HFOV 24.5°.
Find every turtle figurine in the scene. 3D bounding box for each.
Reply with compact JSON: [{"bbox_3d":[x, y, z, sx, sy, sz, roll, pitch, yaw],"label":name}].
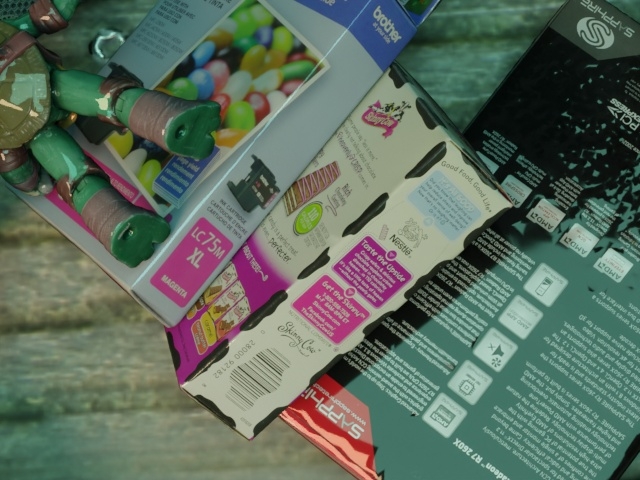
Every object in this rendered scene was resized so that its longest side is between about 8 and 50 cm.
[{"bbox_3d":[-0.179,-0.093,0.944,0.234,0.118,0.175,37,124,26],"label":"turtle figurine"}]

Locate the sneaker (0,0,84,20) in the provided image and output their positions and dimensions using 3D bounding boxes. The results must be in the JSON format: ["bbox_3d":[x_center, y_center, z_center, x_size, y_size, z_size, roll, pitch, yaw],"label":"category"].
[{"bbox_3d":[-0.138,-0.243,1.037,0.299,0.112,0.121,-36,128,-3],"label":"sneaker"}]

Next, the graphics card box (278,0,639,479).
[{"bbox_3d":[0.159,0.035,1.031,0.232,0.094,0.371,37,86,11],"label":"graphics card box"}]

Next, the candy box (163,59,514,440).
[{"bbox_3d":[0.000,0.000,0.983,0.233,0.159,0.071,-43,119,11],"label":"candy box"}]

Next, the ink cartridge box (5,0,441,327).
[{"bbox_3d":[-0.065,-0.110,1.023,0.311,0.065,0.186,-49,45,-7],"label":"ink cartridge box"}]
